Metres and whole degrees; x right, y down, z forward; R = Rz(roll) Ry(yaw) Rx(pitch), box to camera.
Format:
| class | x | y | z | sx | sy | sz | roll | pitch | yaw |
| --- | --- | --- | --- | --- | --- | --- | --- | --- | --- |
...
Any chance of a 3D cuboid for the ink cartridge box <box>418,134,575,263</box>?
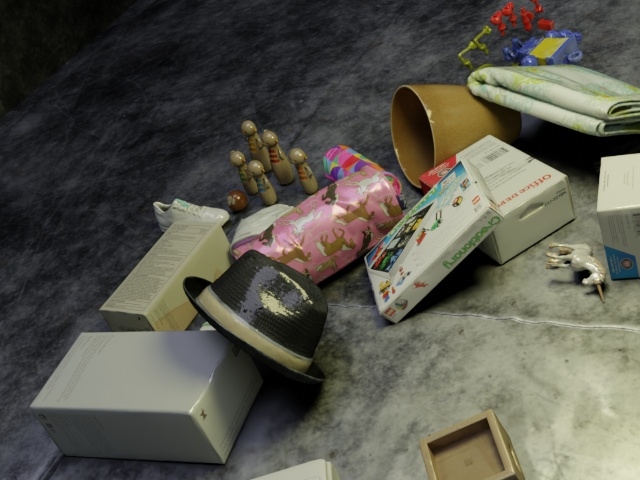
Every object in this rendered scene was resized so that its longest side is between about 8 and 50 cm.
| class | x | y | z | sx | sy | sz | roll | pitch | yaw |
| --- | --- | --- | --- | --- | --- | --- | --- | --- | --- |
| ink cartridge box | 0.367 | -0.092 | 1.965 | 0.197 | 0.114 | 0.273 | -31 | 33 | -11 |

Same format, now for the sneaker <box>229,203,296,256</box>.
| class | x | y | z | sx | sy | sz | roll | pitch | yaw |
| --- | --- | --- | --- | --- | --- | --- | --- | --- | --- |
| sneaker | -0.065 | -0.049 | 2.159 | 0.305 | 0.114 | 0.152 | -15 | 36 | 12 |

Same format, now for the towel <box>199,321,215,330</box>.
| class | x | y | z | sx | sy | sz | roll | pitch | yaw |
| --- | --- | --- | --- | --- | --- | --- | --- | --- | --- |
| towel | -0.225 | 0.229 | 1.958 | 0.113 | 0.023 | 0.152 | -6 | 39 | 28 |

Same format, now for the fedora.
| class | x | y | z | sx | sy | sz | roll | pitch | yaw |
| --- | --- | --- | --- | --- | --- | --- | --- | --- | --- |
| fedora | -0.093 | 0.120 | 1.754 | 0.152 | 0.334 | 0.334 | -56 | 37 | 3 |

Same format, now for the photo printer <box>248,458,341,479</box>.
| class | x | y | z | sx | sy | sz | roll | pitch | yaw |
| --- | --- | --- | --- | --- | --- | --- | --- | --- | --- |
| photo printer | -0.109 | 0.489 | 1.444 | 0.308 | 0.107 | 0.256 | -19 | 33 | 7 |

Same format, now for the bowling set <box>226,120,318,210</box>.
| class | x | y | z | sx | sy | sz | roll | pitch | yaw |
| --- | --- | --- | --- | --- | --- | --- | --- | --- | --- |
| bowling set | -0.160 | -0.174 | 2.356 | 0.200 | 0.154 | 0.287 | -38 | 36 | -22 |

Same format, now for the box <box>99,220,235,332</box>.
| class | x | y | z | sx | sy | sz | roll | pitch | yaw |
| --- | --- | --- | --- | --- | --- | --- | --- | --- | --- |
| box | -0.336 | 0.097 | 2.110 | 0.148 | 0.121 | 0.311 | 4 | 42 | 34 |

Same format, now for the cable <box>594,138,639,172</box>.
| class | x | y | z | sx | sy | sz | roll | pitch | yaw |
| --- | --- | --- | --- | --- | --- | --- | --- | --- | --- |
| cable | 0.667 | -0.169 | 1.965 | 0.185 | 0.047 | 0.151 | -32 | 25 | -27 |

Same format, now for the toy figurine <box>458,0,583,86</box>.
| class | x | y | z | sx | sy | sz | roll | pitch | yaw |
| --- | --- | --- | --- | --- | --- | --- | --- | --- | --- |
| toy figurine | 0.540 | -0.474 | 2.342 | 0.217 | 0.191 | 0.362 | 21 | 54 | 40 |

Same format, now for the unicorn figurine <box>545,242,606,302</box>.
| class | x | y | z | sx | sy | sz | roll | pitch | yaw |
| --- | --- | --- | --- | --- | --- | --- | --- | --- | --- |
| unicorn figurine | 0.481 | 0.040 | 1.760 | 0.111 | 0.060 | 0.162 | 4 | 35 | 18 |

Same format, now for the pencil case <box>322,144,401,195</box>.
| class | x | y | z | sx | sy | sz | roll | pitch | yaw |
| --- | --- | --- | --- | --- | --- | --- | --- | --- | --- |
| pencil case | 0.093 | -0.150 | 2.227 | 0.104 | 0.104 | 0.236 | -31 | 33 | -12 |

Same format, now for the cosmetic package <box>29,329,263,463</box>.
| class | x | y | z | sx | sy | sz | roll | pitch | yaw |
| --- | --- | --- | --- | --- | --- | --- | --- | --- | --- |
| cosmetic package | -0.332 | 0.296 | 1.806 | 0.385 | 0.156 | 0.217 | -1 | 39 | 28 |

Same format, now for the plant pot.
| class | x | y | z | sx | sy | sz | roll | pitch | yaw |
| --- | --- | --- | --- | --- | --- | --- | --- | --- | --- |
| plant pot | 0.323 | -0.262 | 2.155 | 0.255 | 0.237 | 0.237 | -14 | 31 | -15 |

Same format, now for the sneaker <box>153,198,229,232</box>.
| class | x | y | z | sx | sy | sz | roll | pitch | yaw |
| --- | --- | --- | --- | --- | --- | --- | --- | --- | --- |
| sneaker | -0.333 | -0.068 | 2.365 | 0.212 | 0.094 | 0.080 | -2 | 37 | 28 |

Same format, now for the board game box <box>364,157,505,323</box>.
| class | x | y | z | sx | sy | sz | roll | pitch | yaw |
| --- | --- | --- | --- | --- | --- | --- | --- | --- | --- |
| board game box | 0.216 | -0.002 | 1.856 | 0.305 | 0.053 | 0.193 | -46 | 28 | 21 |

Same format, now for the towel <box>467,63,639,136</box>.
| class | x | y | z | sx | sy | sz | roll | pitch | yaw |
| --- | --- | --- | --- | --- | --- | --- | --- | --- | --- |
| towel | 0.560 | -0.314 | 2.038 | 0.321 | 0.090 | 0.374 | -6 | 24 | -39 |

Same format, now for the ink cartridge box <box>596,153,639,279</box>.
| class | x | y | z | sx | sy | sz | roll | pitch | yaw |
| --- | --- | --- | --- | --- | --- | --- | --- | --- | --- |
| ink cartridge box | 0.636 | -0.052 | 1.700 | 0.233 | 0.171 | 0.168 | -5 | 38 | 24 |

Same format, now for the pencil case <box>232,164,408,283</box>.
| class | x | y | z | sx | sy | sz | roll | pitch | yaw |
| --- | --- | --- | --- | --- | --- | --- | --- | --- | --- |
| pencil case | 0.000 | 0.000 | 1.998 | 0.386 | 0.160 | 0.167 | -32 | 48 | -10 |

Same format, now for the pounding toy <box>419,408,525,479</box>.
| class | x | y | z | sx | sy | sz | roll | pitch | yaw |
| --- | --- | --- | --- | --- | --- | --- | --- | --- | --- |
| pounding toy | 0.206 | 0.388 | 1.422 | 0.206 | 0.094 | 0.181 | -27 | 37 | 11 |
